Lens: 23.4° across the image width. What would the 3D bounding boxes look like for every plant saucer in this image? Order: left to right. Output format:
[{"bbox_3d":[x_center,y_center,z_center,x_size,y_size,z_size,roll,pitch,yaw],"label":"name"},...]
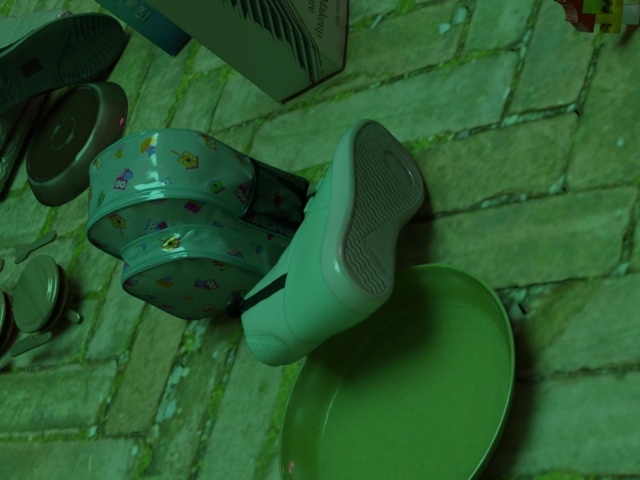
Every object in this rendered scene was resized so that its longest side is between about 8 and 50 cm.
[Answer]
[{"bbox_3d":[-0.295,-0.121,1.828,0.168,0.029,0.168,-28,45,31],"label":"plant saucer"},{"bbox_3d":[0.066,0.133,1.227,0.241,0.037,0.241,-28,45,32],"label":"plant saucer"}]

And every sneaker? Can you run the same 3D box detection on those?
[{"bbox_3d":[-0.351,-0.220,1.877,0.222,0.083,0.118,-26,21,-13],"label":"sneaker"},{"bbox_3d":[0.000,0.000,1.317,0.151,0.094,0.256,-37,19,32],"label":"sneaker"}]

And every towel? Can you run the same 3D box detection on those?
[{"bbox_3d":[-0.420,-0.170,1.991,0.187,0.049,0.282,2,64,48],"label":"towel"}]

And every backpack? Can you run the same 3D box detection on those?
[{"bbox_3d":[-0.122,-0.017,1.422,0.165,0.188,0.144,-20,50,38],"label":"backpack"}]

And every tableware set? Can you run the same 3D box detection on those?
[{"bbox_3d":[-0.333,0.077,1.717,0.194,0.039,0.128,-24,59,43],"label":"tableware set"}]

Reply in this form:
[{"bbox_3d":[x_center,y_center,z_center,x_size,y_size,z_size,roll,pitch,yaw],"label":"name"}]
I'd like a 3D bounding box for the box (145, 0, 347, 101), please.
[{"bbox_3d":[-0.097,-0.259,1.501,0.094,0.275,0.113,-24,48,35],"label":"box"}]

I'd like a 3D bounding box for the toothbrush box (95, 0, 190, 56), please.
[{"bbox_3d":[-0.215,-0.382,1.711,0.216,0.295,0.126,-48,38,12],"label":"toothbrush box"}]

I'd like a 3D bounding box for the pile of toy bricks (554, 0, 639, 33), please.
[{"bbox_3d":[0.200,-0.279,1.261,0.118,0.105,0.212,20,110,58],"label":"pile of toy bricks"}]
